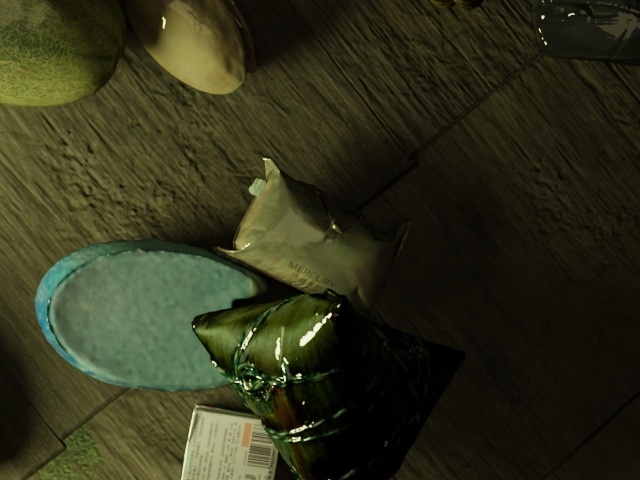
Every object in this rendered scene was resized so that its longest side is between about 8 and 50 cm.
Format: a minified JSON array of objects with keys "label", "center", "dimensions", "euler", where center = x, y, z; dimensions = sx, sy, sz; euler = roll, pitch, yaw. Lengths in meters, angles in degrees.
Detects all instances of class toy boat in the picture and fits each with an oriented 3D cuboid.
[{"label":"toy boat","center":[-0.246,0.103,1.674],"dimensions":[0.330,0.123,0.215],"euler":[4,97,-17]}]

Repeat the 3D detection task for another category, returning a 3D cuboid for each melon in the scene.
[{"label":"melon","center":[-0.428,-0.311,1.579],"dimensions":[0.329,0.248,0.248],"euler":[20,87,-11]}]

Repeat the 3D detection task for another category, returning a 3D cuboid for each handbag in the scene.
[{"label":"handbag","center":[0.000,0.000,1.683],"dimensions":[0.270,0.117,0.182],"euler":[27,86,-13]}]

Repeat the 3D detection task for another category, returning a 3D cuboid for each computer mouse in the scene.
[{"label":"computer mouse","center":[0.458,-0.337,1.757],"dimensions":[0.270,0.086,0.137],"euler":[6,88,-5]}]

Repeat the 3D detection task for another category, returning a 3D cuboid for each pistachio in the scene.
[{"label":"pistachio","center":[-0.185,-0.312,1.668],"dimensions":[0.223,0.126,0.152],"euler":[42,119,-9]}]

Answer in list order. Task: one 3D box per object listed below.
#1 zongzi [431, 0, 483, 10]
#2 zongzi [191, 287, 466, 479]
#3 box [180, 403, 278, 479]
[{"label":"zongzi","center":[0.142,-0.518,1.714],"dimensions":[0.317,0.154,0.289],"euler":[22,90,14]},{"label":"zongzi","center":[0.059,0.182,1.624],"dimensions":[0.362,0.319,0.383],"euler":[-43,116,-33]},{"label":"box","center":[-0.136,0.346,1.683],"dimensions":[0.135,0.081,0.199],"euler":[10,86,-5]}]
